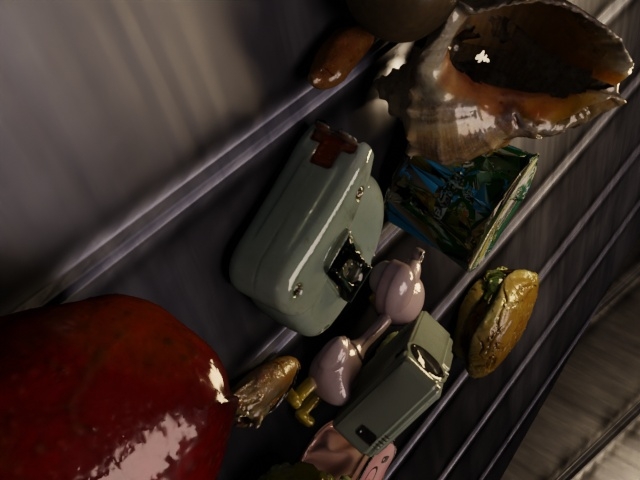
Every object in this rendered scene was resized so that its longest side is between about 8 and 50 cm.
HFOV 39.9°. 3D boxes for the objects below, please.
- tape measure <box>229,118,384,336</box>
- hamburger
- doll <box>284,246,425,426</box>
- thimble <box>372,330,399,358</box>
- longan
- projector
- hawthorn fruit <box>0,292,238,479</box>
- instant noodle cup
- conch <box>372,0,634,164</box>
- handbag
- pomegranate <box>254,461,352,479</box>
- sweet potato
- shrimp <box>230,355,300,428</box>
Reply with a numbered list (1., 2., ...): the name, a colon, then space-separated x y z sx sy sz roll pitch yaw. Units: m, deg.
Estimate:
1. tape measure: -0.001 -0.001 1.211 0.243 0.125 0.246 -58 151 -12
2. hamburger: 0.421 0.189 2.098 0.285 0.134 0.266 -35 139 -41
3. doll: 0.078 0.157 1.509 0.365 0.094 0.160 -53 151 -20
4. thimble: 0.147 0.230 1.725 0.110 0.062 0.084 -50 152 -26
5. longan: 0.102 -0.334 1.092 0.167 0.167 0.187 -53 168 -23
6. projector: 0.137 0.246 1.538 0.192 0.099 0.256 -48 178 19
7. hawthorn fruit: -0.239 0.176 0.797 0.307 0.265 0.265 4 108 -56
8. instant noodle cup: 0.229 -0.085 1.461 0.240 0.178 0.240 -50 161 -24
9. conch: 0.251 -0.260 1.262 0.352 0.210 0.297 -12 146 -2
10. handbag: 0.042 0.441 1.652 0.179 0.116 0.205 11 102 -63
11. pomegranate: -0.015 0.512 1.471 0.260 0.260 0.341 -55 145 -19
12. sweet potato: 0.039 -0.257 1.158 0.195 0.056 0.056 -50 150 -39
13. shrimp: -0.108 0.253 1.294 0.262 0.066 0.117 -28 135 -47
